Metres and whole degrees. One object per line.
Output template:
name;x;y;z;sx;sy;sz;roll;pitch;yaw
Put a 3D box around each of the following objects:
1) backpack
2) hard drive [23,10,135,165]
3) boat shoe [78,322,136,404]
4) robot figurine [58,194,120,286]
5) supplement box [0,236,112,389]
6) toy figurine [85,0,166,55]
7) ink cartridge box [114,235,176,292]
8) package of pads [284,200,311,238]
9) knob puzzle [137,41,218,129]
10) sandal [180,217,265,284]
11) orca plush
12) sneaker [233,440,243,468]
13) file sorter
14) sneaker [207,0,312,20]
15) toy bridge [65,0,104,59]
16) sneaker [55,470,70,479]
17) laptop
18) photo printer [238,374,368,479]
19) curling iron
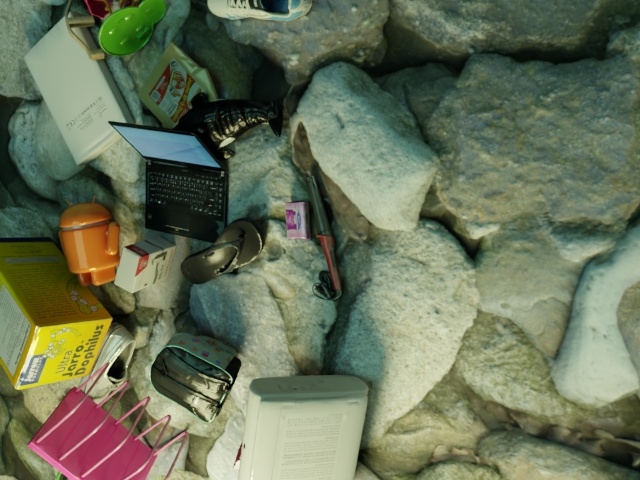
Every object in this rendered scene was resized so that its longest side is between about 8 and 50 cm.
backpack;-0.294;0.303;1.405;0.188;0.144;0.166;25;114;-5
hard drive;-0.594;-0.367;1.478;0.203;0.040;0.307;-28;87;27
boat shoe;-0.550;0.346;1.577;0.088;0.096;0.267;32;104;22
robot figurine;-0.570;0.000;1.494;0.158;0.128;0.219;3;105;61
supplement box;-0.719;0.168;1.514;0.356;0.195;0.194;41;114;30
toy figurine;-0.455;-0.531;1.351;0.173;0.130;0.159;-39;72;5
ink cartridge box;-0.412;0.054;1.423;0.056;0.135;0.099;25;111;16
package of pads;-0.048;-0.043;1.286;0.050;0.032;0.083;0;100;24
knob puzzle;-0.298;-0.315;1.349;0.213;0.030;0.213;11;120;20
sandal;-0.221;0.038;1.361;0.254;0.054;0.097;-34;104;30
orca plush;-0.219;-0.228;1.275;0.287;0.102;0.151;7;119;22
sneaker;-0.092;0.442;1.375;0.111;0.103;0.252;33;107;-6
file sorter;-0.497;0.476;1.467;0.182;0.202;0.290;-39;104;22
sneaker;-0.134;-0.486;1.209;0.237;0.086;0.085;10;106;25
toy bridge;-0.564;-0.513;1.412;0.026;0.063;0.188;-29;78;67
sneaker;-0.534;0.779;1.602;0.202;0.185;0.483;-42;82;30
laptop;-0.340;-0.125;1.350;0.234;0.136;0.264;12;106;24
photo printer;-0.041;0.441;1.275;0.256;0.107;0.307;2;106;-19
curling iron;0.000;0.000;1.270;0.068;0.035;0.274;-5;98;26
